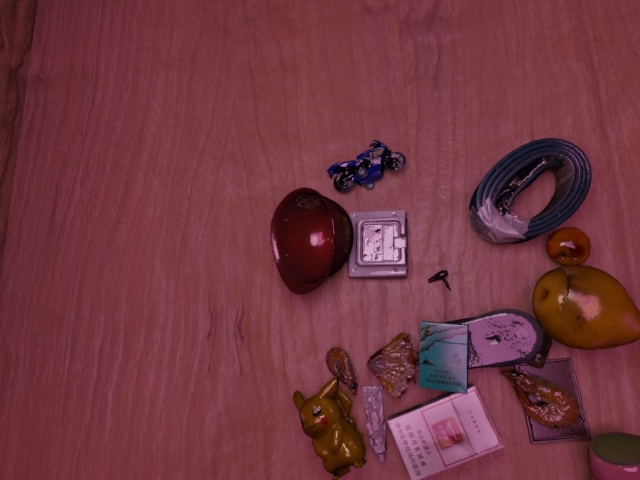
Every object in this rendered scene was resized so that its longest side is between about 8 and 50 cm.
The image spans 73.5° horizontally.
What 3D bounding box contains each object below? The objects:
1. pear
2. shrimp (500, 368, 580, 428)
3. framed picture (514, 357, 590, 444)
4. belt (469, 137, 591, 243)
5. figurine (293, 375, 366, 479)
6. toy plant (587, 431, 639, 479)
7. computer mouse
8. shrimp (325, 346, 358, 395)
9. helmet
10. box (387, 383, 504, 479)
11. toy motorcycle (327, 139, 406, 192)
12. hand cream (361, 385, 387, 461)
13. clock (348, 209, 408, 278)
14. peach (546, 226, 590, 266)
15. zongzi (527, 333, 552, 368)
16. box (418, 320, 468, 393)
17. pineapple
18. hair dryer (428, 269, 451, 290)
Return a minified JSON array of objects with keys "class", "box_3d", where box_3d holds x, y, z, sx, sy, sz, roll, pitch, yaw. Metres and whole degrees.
[{"class":"pear","box_3d":[0.866,0.217,1.390,0.336,0.285,0.285,7,78,-22]},{"class":"shrimp","box_3d":[0.728,0.524,1.442,0.267,0.061,0.145,34,95,13]},{"class":"framed picture","box_3d":[0.788,0.546,1.463,0.192,0.018,0.266,-9,76,9]},{"class":"belt","box_3d":[0.746,-0.169,1.540,0.436,0.173,0.300,-40,77,2]},{"class":"figurine","box_3d":[0.040,0.654,1.511,0.218,0.169,0.327,-41,79,25]},{"class":"toy plant","box_3d":[0.963,0.776,1.288,0.316,0.210,0.356,-15,89,6]},{"class":"computer mouse","box_3d":[0.570,0.350,1.495,0.370,0.122,0.188,-15,77,17]},{"class":"shrimp","box_3d":[0.086,0.490,1.606,0.101,0.042,0.190,-37,73,23]},{"class":"helmet","box_3d":[0.000,0.000,1.619,0.337,0.230,0.385,-7,86,43]},{"class":"box","box_3d":[0.423,0.655,1.475,0.330,0.095,0.210,-24,75,4]},{"class":"toy motorcycle","box_3d":[0.180,-0.304,1.718,0.315,0.113,0.169,-20,65,15]},{"class":"hand cream","box_3d":[0.201,0.657,1.544,0.084,0.050,0.257,-9,74,12]},{"class":"clock","box_3d":[0.219,0.012,1.639,0.231,0.116,0.263,0,77,12]},{"class":"peach","box_3d":[0.873,0.019,1.502,0.138,0.138,0.138,-2,78,11]},{"class":"zongzi","box_3d":[0.737,0.358,1.504,0.130,0.062,0.154,12,63,44]},{"class":"box","box_3d":[0.422,0.396,1.469,0.160,0.042,0.227,1,84,22]},{"class":"pineapple","box_3d":[0.261,0.445,1.542,0.186,0.114,0.237,10,84,13]},{"class":"hair dryer","box_3d":[0.456,0.160,1.608,0.079,0.031,0.083,-32,82,14]}]
